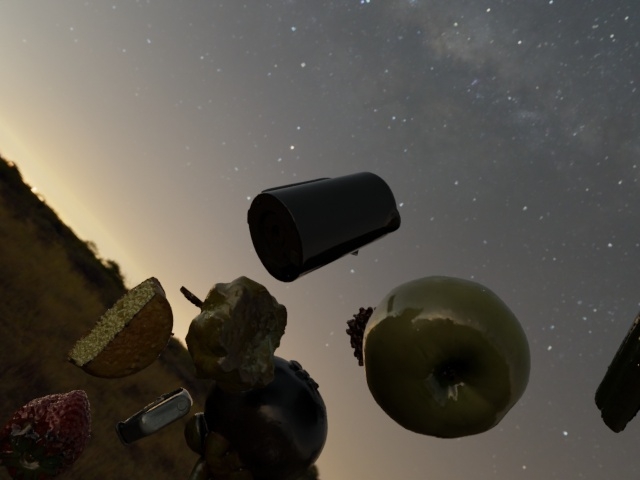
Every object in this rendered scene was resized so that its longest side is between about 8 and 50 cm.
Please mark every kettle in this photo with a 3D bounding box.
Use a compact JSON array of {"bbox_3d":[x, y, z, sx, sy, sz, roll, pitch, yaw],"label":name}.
[{"bbox_3d":[-0.004,-0.046,1.173,0.262,0.308,0.203,-1,-75,53],"label":"kettle"}]

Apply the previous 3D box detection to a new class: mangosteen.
[{"bbox_3d":[-0.187,0.533,1.383,0.382,0.435,0.382,43,-6,6],"label":"mangosteen"}]

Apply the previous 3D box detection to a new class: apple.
[{"bbox_3d":[0.337,0.310,1.387,0.474,0.473,0.473,39,-22,19],"label":"apple"}]

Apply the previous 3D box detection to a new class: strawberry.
[{"bbox_3d":[-0.846,0.601,1.553,0.288,0.250,0.238,-105,-164,-71],"label":"strawberry"}]

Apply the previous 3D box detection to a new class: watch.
[{"bbox_3d":[-0.453,0.481,1.352,0.193,0.206,0.068,-29,-92,52],"label":"watch"}]

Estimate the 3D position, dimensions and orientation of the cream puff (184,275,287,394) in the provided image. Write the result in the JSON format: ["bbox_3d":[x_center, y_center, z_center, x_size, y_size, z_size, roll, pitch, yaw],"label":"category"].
[{"bbox_3d":[-0.205,0.225,1.169,0.185,0.281,0.281,-5,-51,36],"label":"cream puff"}]

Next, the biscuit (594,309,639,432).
[{"bbox_3d":[0.530,0.177,0.804,0.038,0.099,0.322,9,-61,3],"label":"biscuit"}]

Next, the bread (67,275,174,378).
[{"bbox_3d":[-0.565,0.288,1.488,0.194,0.340,0.179,12,-36,52],"label":"bread"}]

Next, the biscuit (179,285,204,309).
[{"bbox_3d":[-0.360,0.203,1.505,0.175,0.026,0.124,37,-15,5],"label":"biscuit"}]

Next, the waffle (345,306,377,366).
[{"bbox_3d":[0.190,0.362,1.880,0.234,0.055,0.221,-43,-125,42],"label":"waffle"}]

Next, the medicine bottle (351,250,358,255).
[{"bbox_3d":[0.000,0.000,1.591,0.201,0.052,0.171,10,6,-34],"label":"medicine bottle"}]
